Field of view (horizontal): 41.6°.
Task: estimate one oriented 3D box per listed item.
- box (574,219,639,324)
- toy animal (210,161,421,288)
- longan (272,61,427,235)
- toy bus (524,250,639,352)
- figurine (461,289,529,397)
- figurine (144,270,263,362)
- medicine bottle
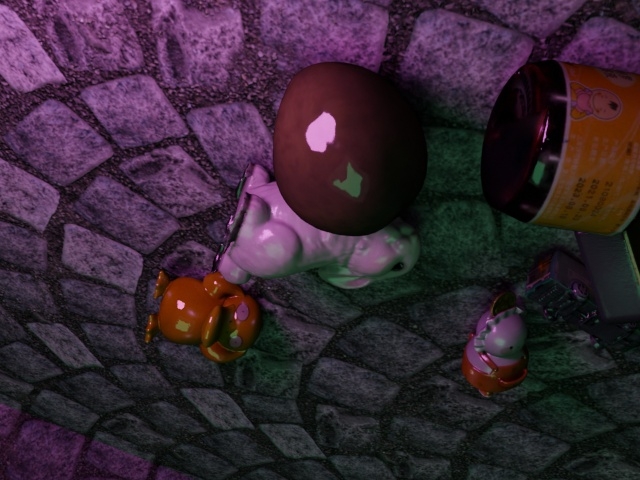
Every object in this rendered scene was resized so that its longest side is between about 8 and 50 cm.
[{"bbox_3d":[0.495,0.030,1.379,0.090,0.144,0.200,-13,104,37],"label":"box"},{"bbox_3d":[0.000,0.000,1.557,0.358,0.193,0.257,17,131,-12],"label":"toy animal"},{"bbox_3d":[0.040,-0.141,1.331,0.243,0.300,0.300,-17,147,-23],"label":"longan"},{"bbox_3d":[0.497,0.118,1.550,0.262,0.109,0.091,31,137,-18],"label":"toy bus"},{"bbox_3d":[0.357,0.207,1.705,0.143,0.143,0.271,0,118,20],"label":"figurine"},{"bbox_3d":[-0.253,0.164,1.855,0.228,0.215,0.215,17,143,25],"label":"figurine"},{"bbox_3d":[0.453,-0.120,1.211,0.395,0.242,0.242,7,141,-8],"label":"medicine bottle"}]
